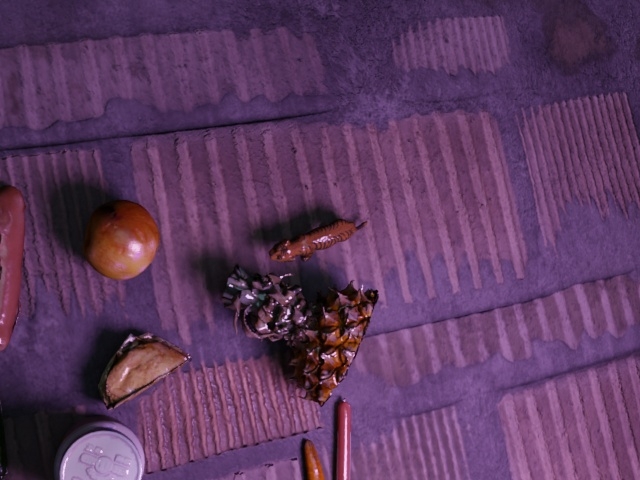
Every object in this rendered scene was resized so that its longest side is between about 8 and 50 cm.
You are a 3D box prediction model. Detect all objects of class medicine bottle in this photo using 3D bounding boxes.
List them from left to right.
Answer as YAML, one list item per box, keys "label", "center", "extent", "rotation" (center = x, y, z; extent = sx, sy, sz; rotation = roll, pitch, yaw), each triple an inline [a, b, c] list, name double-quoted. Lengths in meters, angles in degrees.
- label: "medicine bottle"
  center: [-0.364, 0.365, 1.235]
  extent: [0.143, 0.258, 0.143]
  rotation: [4, 79, -19]

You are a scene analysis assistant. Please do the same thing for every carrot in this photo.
- label: "carrot"
  center: [-0.002, 0.516, 1.454]
  extent: [0.061, 0.061, 0.257]
  rotation: [-7, 72, -21]

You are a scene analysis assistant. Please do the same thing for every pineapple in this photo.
- label: "pineapple"
  center: [-0.062, 0.147, 1.424]
  extent: [0.271, 0.262, 0.263]
  rotation: [28, 72, -1]

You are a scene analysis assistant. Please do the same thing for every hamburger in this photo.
- label: "hamburger"
  center: [-0.333, 0.225, 1.372]
  extent: [0.176, 0.087, 0.102]
  rotation: [-32, 81, -15]

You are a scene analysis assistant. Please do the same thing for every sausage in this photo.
- label: "sausage"
  center: [-0.562, 0.047, 1.322]
  extent: [0.078, 0.078, 0.304]
  rotation: [6, 78, -19]
- label: "sausage"
  center: [0.046, 0.428, 1.495]
  extent: [0.029, 0.029, 0.223]
  rotation: [5, 78, -19]

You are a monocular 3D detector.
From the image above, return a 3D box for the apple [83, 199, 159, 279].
- label: "apple"
  center: [-0.366, -0.005, 1.364]
  extent: [0.146, 0.146, 0.147]
  rotation: [4, 79, -19]

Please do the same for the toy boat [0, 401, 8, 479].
- label: "toy boat"
  center: [-0.594, 0.318, 1.272]
  extent: [0.104, 0.052, 0.210]
  rotation: [-6, 83, -18]

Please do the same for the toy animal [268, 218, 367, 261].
- label: "toy animal"
  center: [0.000, 0.000, 1.520]
  extent: [0.241, 0.099, 0.057]
  rotation: [-20, 88, -21]
